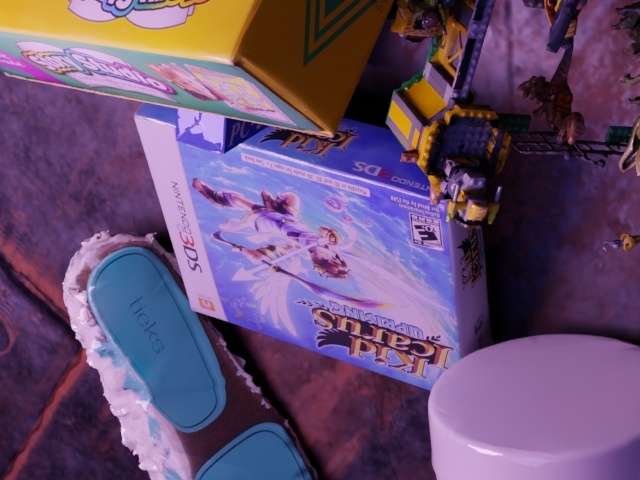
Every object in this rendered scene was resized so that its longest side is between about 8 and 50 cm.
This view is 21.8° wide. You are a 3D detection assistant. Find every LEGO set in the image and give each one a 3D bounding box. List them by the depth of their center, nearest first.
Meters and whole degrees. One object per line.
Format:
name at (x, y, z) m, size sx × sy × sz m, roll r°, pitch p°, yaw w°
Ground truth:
LEGO set at (0.215, -0.098, 1.031) m, size 0.255 × 0.331 × 0.192 m, roll -68°, pitch 28°, yaw 23°

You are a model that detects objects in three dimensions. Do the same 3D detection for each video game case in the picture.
video game case at (0.000, 0.000, 1.321) m, size 0.269 × 0.061 × 0.244 m, roll 17°, pitch 145°, yaw 23°

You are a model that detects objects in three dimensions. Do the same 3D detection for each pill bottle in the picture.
pill bottle at (0.197, 0.288, 1.297) m, size 0.224 × 0.224 × 0.392 m, roll 5°, pitch 117°, yaw 29°

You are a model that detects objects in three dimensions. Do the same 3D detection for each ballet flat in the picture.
ballet flat at (-0.111, 0.173, 1.508) m, size 0.147 × 0.147 × 0.409 m, roll -20°, pitch 99°, yaw 36°

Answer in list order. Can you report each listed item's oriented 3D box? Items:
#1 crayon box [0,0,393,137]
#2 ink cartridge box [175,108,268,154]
crayon box at (-0.079, -0.248, 1.094) m, size 0.363 × 0.106 × 0.313 m, roll 15°, pitch 78°, yaw 47°
ink cartridge box at (-0.031, -0.146, 1.226) m, size 0.046 × 0.207 × 0.097 m, roll 19°, pitch 122°, yaw 25°
